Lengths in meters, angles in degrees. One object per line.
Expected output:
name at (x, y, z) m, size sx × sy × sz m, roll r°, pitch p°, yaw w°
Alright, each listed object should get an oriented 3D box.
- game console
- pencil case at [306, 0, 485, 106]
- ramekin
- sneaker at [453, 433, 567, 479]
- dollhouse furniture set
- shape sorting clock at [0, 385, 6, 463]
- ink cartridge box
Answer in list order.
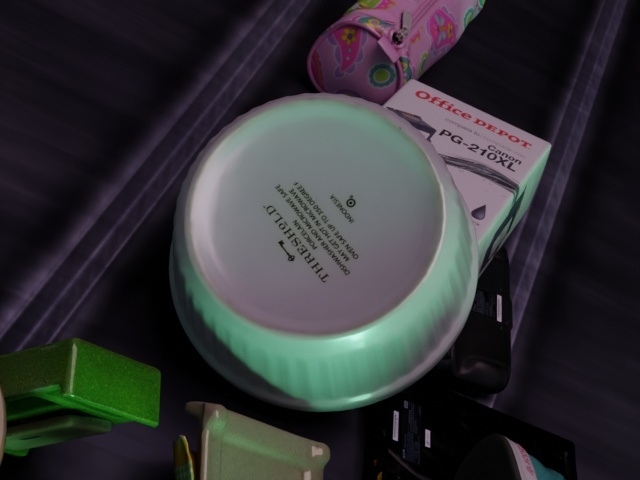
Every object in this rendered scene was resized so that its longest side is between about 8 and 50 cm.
game console at (0.151, 0.129, 1.173) m, size 0.213 × 0.044 × 0.361 m, roll 25°, pitch 45°, yaw -18°
pencil case at (0.095, -0.247, 1.385) m, size 0.124 × 0.124 × 0.284 m, roll 40°, pitch 41°, yaw 0°
ramekin at (0.000, 0.000, 1.011) m, size 0.272 × 0.127 × 0.273 m, roll -1°, pitch 69°, yaw 3°
sneaker at (0.201, 0.291, 0.937) m, size 0.178 × 0.124 × 0.295 m, roll 31°, pitch 24°, yaw -15°
dollhouse furniture set at (-0.134, 0.216, 0.882) m, size 0.301 × 0.151 × 0.198 m, roll 30°, pitch 51°, yaw -46°
shape sorting clock at (-0.303, 0.138, 0.773) m, size 0.206 × 0.040 × 0.206 m, roll -5°, pitch 57°, yaw 9°
ink cartridge box at (0.101, -0.042, 1.195) m, size 0.172 × 0.100 × 0.237 m, roll 28°, pitch 44°, yaw 15°
